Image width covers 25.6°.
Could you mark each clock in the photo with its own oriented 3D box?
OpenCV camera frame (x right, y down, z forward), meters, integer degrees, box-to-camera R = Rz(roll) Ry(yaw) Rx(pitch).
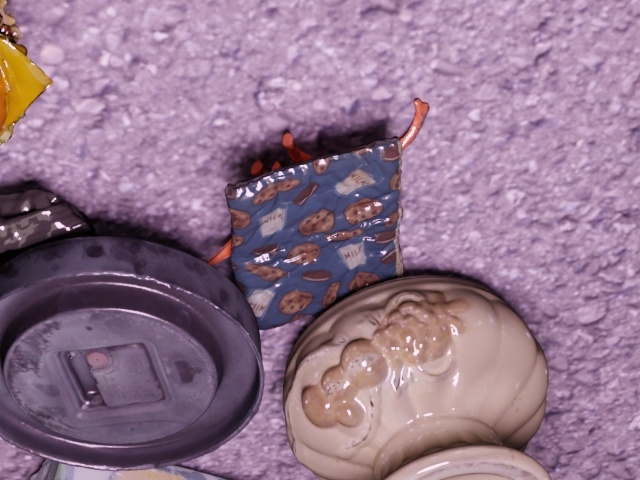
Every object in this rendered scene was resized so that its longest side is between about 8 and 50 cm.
[{"bbox_3d":[-0.215,0.124,1.469,0.318,0.066,0.319,0,135,0],"label":"clock"}]

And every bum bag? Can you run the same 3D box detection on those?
[{"bbox_3d":[-0.225,0.037,1.484,0.326,0.080,0.142,34,122,-31],"label":"bum bag"}]

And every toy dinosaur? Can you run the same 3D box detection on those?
[{"bbox_3d":[-0.012,-0.065,1.454,0.279,0.055,0.101,-37,132,16],"label":"toy dinosaur"}]

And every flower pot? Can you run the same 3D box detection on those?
[{"bbox_3d":[0.118,0.211,1.528,0.307,0.244,0.307,-8,133,-9],"label":"flower pot"}]

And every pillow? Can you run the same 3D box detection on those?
[{"bbox_3d":[-0.002,-0.001,1.468,0.188,0.034,0.256,-15,143,-8],"label":"pillow"}]

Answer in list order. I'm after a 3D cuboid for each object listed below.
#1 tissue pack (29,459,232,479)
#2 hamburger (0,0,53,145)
[{"bbox_3d":[-0.185,0.374,1.622,0.310,0.228,0.128,20,131,-21],"label":"tissue pack"},{"bbox_3d":[-0.381,-0.155,1.283,0.243,0.139,0.261,37,116,-28],"label":"hamburger"}]
